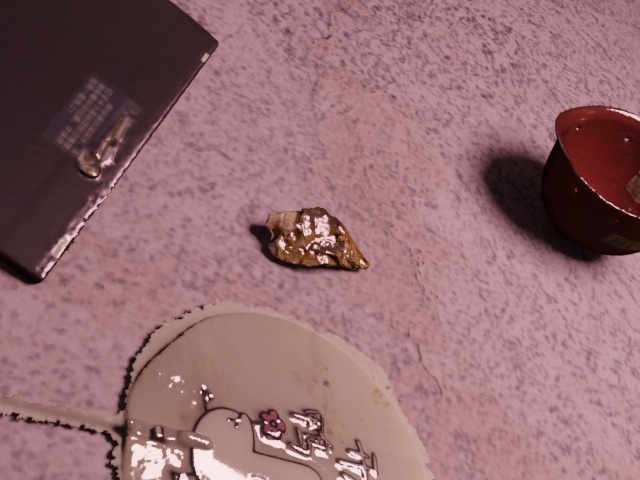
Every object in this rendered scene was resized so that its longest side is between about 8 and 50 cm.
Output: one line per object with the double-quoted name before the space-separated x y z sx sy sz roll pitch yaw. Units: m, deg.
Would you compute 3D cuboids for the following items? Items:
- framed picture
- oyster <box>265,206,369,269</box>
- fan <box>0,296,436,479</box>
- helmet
"framed picture" -0.254 -0.162 0.633 0.338 0.014 0.255 38 52 -14
"oyster" 0.000 -0.003 0.745 0.093 0.034 0.051 4 60 -42
"fan" -0.092 0.116 0.577 0.414 0.012 0.233 17 45 -28
"helmet" 0.271 -0.044 0.940 0.175 0.106 0.155 6 50 -33
